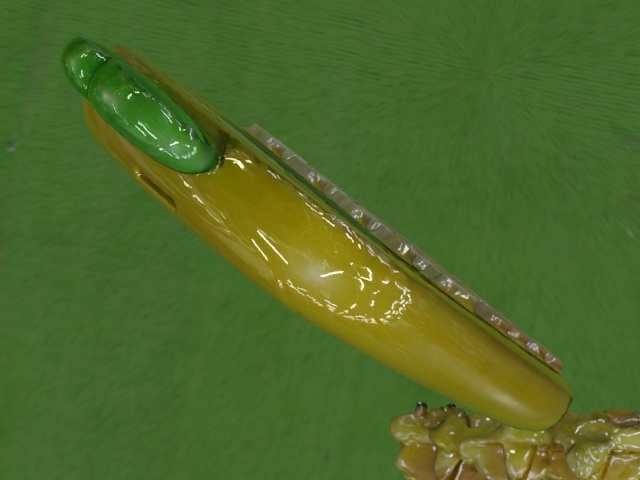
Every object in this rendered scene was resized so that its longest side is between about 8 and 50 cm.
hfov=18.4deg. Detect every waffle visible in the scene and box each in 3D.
[{"bbox_3d":[0.171,0.140,1.246,0.281,0.301,0.058,6,81,-13],"label":"waffle"}]

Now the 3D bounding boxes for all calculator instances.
[{"bbox_3d":[0.000,0.000,0.605,0.146,0.235,0.032,40,95,40],"label":"calculator"}]
